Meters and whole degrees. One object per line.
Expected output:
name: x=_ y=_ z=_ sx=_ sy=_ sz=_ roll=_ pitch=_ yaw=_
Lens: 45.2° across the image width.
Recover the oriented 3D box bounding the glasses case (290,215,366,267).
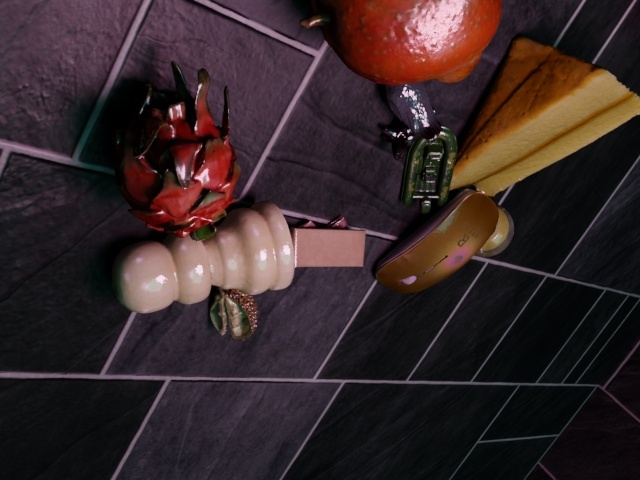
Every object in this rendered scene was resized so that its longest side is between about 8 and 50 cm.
glasses case: x=0.000 y=0.000 z=1.543 sx=0.193 sy=0.070 sz=0.103 roll=0 pitch=96 yaw=-39

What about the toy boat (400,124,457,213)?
toy boat: x=0.227 y=-0.151 z=1.597 sx=0.104 sy=0.052 sz=0.210 roll=2 pitch=129 yaw=-5

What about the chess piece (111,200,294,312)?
chess piece: x=-0.207 y=0.040 z=1.323 sx=0.299 sy=0.167 sz=0.167 roll=-15 pitch=133 yaw=-26

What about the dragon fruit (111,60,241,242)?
dragon fruit: x=-0.214 y=-0.125 z=1.141 sx=0.192 sy=0.193 sz=0.274 roll=-21 pitch=111 yaw=-32

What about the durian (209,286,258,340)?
durian: x=-0.166 y=0.124 z=1.491 sx=0.071 sy=0.110 sz=0.140 roll=-57 pitch=144 yaw=-44

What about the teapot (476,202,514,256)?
teapot: x=0.375 y=-0.017 z=1.816 sx=0.165 sy=0.130 sz=0.119 roll=-17 pitch=162 yaw=17

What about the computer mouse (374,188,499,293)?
computer mouse: x=0.263 y=0.014 z=1.719 sx=0.310 sy=0.072 sz=0.158 roll=-41 pitch=134 yaw=16

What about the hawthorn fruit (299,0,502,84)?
hawthorn fruit: x=0.111 y=-0.365 z=1.155 sx=0.299 sy=0.275 sz=0.275 roll=-21 pitch=137 yaw=-7

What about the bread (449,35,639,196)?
bread: x=0.453 y=-0.207 z=1.612 sx=0.233 sy=0.245 sz=0.362 roll=13 pitch=112 yaw=-45

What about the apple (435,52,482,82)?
apple: x=0.232 y=-0.348 z=1.383 sx=0.102 sy=0.126 sz=0.126 roll=-23 pitch=139 yaw=-48

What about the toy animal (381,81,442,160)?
toy animal: x=0.161 y=-0.249 z=1.414 sx=0.121 sy=0.117 sz=0.210 roll=-33 pitch=142 yaw=-4
